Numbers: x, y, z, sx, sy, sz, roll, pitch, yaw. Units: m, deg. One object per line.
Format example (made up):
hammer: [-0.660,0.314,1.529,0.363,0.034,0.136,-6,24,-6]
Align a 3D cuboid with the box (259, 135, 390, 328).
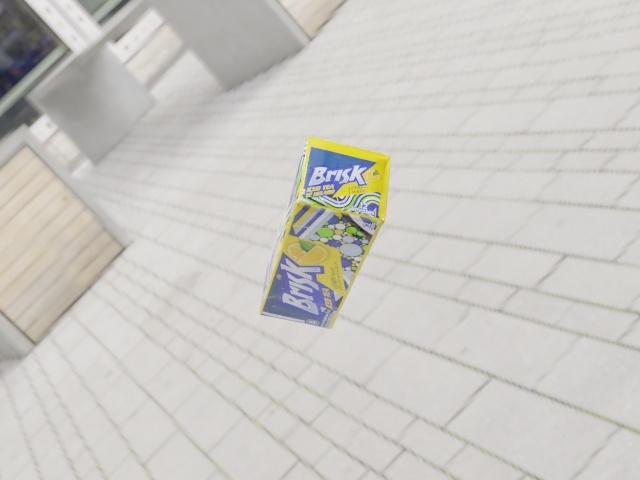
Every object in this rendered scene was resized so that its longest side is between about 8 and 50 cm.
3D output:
box: [0.000,0.000,0.780,0.169,0.059,0.054,111,170,-59]
